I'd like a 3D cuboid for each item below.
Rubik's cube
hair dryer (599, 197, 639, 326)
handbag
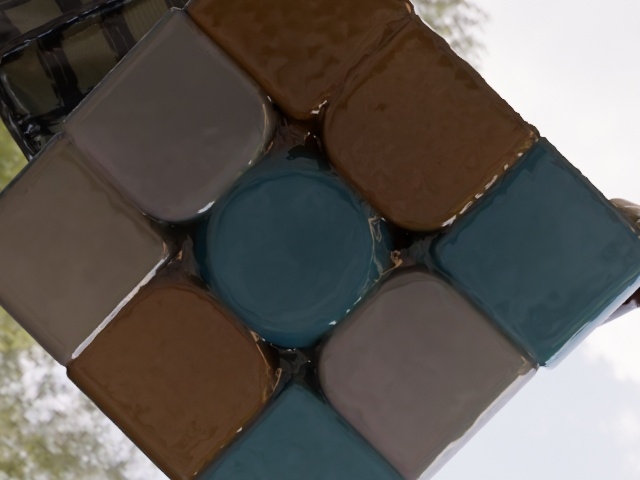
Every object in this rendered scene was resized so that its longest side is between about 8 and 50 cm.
[{"bbox_3d":[0.000,0.000,1.021,0.344,0.346,0.347,-44,177,4],"label":"Rubik's cube"},{"bbox_3d":[0.269,0.054,1.438,0.340,0.123,0.312,-21,-164,-8],"label":"hair dryer"},{"bbox_3d":[-0.203,-0.240,1.312,0.327,0.162,0.325,-29,-143,-12],"label":"handbag"}]
